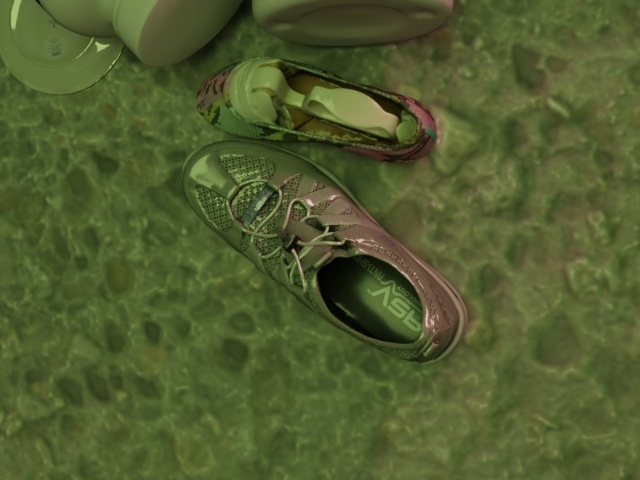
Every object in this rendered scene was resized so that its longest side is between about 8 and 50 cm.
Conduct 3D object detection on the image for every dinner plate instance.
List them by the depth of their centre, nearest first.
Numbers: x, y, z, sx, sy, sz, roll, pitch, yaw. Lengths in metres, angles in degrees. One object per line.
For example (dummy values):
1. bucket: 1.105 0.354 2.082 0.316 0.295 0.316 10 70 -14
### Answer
1. dinner plate: -0.251 -0.211 0.779 0.141 0.017 0.141 0 91 12

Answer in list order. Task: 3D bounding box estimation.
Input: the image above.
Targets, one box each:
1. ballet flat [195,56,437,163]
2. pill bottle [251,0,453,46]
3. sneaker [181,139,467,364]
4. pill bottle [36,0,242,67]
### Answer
1. ballet flat: -0.009 -0.117 0.695 0.221 0.079 0.077 15 85 12
2. pill bottle: 0.022 -0.312 0.649 0.161 0.161 0.283 -1 89 12
3. sneaker: 0.000 0.000 0.672 0.281 0.115 0.105 32 95 10
4. pill bottle: -0.210 -0.301 0.688 0.181 0.181 0.323 -45 81 8
